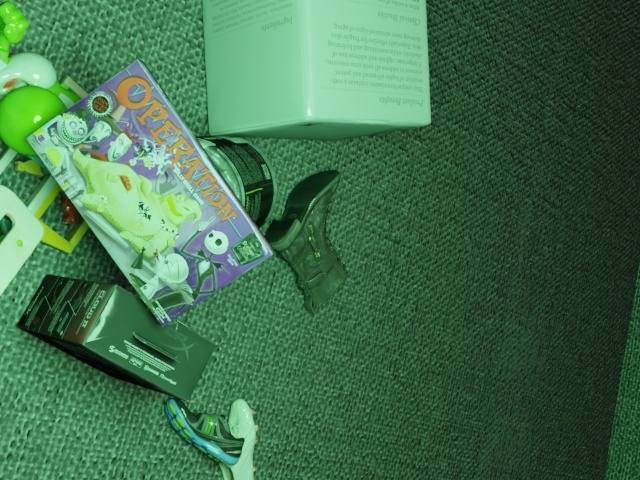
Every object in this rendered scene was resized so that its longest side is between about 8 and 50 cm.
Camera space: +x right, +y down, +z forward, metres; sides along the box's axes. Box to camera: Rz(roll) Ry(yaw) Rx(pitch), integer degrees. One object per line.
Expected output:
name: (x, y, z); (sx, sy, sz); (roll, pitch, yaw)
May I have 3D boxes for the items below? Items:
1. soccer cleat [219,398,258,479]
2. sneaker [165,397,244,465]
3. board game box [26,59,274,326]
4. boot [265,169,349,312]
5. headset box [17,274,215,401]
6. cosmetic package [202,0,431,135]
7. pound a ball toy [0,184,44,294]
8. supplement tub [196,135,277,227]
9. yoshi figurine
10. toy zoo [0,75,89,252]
soccer cleat: (-0.171, 0.424, 1.645); (0.076, 0.068, 0.196); (-6, 98, -38)
sneaker: (-0.227, 0.366, 1.579); (0.188, 0.067, 0.078); (41, 57, -17)
board game box: (-0.251, -0.067, 1.207); (0.208, 0.056, 0.346); (-35, 97, 1)
boot: (0.000, 0.000, 1.785); (0.263, 0.091, 0.229); (-53, 128, -23)
headset box: (-0.335, 0.160, 1.339); (0.218, 0.293, 0.110); (39, 67, -36)
cosmetic package: (-0.012, -0.409, 1.592); (0.330, 0.328, 0.393); (-4, 93, -41)
pound a ball toy: (-0.581, 0.065, 1.181); (0.135, 0.208, 0.319); (54, 29, -25)
supplement tub: (-0.211, -0.079, 1.409); (0.338, 0.207, 0.207); (-35, 120, -76)
yoshi figurine: (-0.512, -0.253, 1.217); (0.362, 0.204, 0.202); (34, 61, -37)
toy zoo: (-0.456, -0.113, 1.400); (0.192, 0.030, 0.293); (44, 63, -33)
